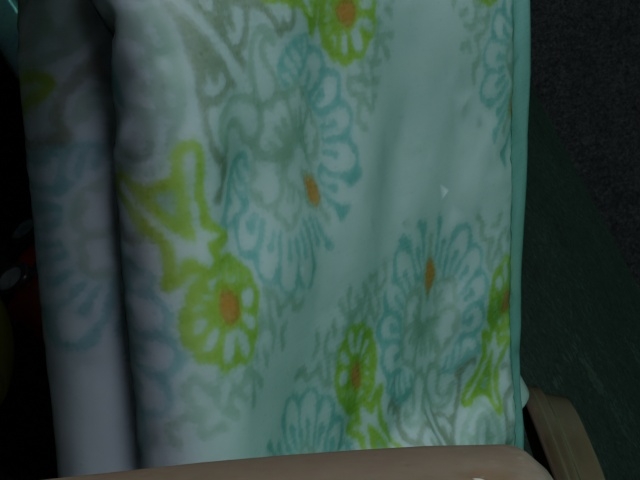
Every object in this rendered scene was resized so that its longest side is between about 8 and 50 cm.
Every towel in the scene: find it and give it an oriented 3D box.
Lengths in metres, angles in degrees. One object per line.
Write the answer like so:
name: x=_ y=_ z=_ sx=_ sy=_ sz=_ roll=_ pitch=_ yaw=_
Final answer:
towel: x=0.005 y=0.004 z=0.641 sx=0.320 sy=0.090 sz=0.375 roll=-22 pitch=111 yaw=-59

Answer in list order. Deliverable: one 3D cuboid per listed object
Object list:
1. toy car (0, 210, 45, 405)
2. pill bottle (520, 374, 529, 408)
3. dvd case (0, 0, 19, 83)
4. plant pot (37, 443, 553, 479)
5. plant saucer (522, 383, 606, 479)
toy car: x=-0.106 y=0.084 z=0.656 sx=0.225 sy=0.053 sz=0.239 roll=59 pitch=18 yaw=2
pill bottle: x=0.000 y=0.000 z=0.885 sx=0.302 sy=0.169 sz=0.169 roll=58 pitch=18 yaw=-3
dvd case: x=-0.123 y=-0.050 z=0.755 sx=0.253 sy=0.022 sz=0.180 roll=56 pitch=-5 yaw=-1
plant pot: x=-0.034 y=0.155 z=0.339 sx=0.263 sy=0.229 sz=0.263 roll=-17 pitch=90 yaw=-90
plant saucer: x=0.218 y=0.244 z=1.145 sx=0.278 sy=0.041 sz=0.278 roll=-17 pitch=90 yaw=-87
